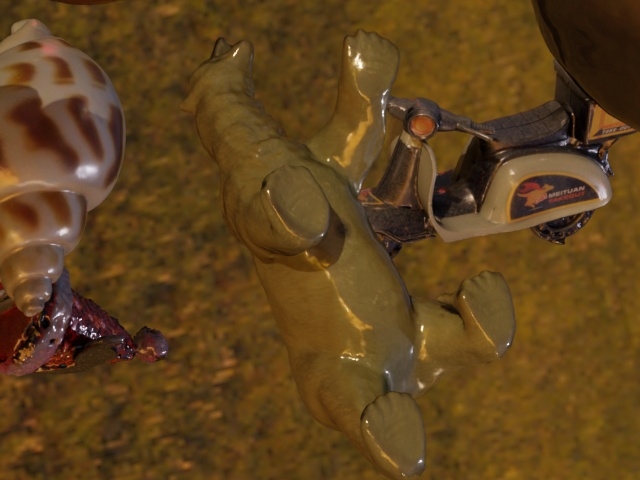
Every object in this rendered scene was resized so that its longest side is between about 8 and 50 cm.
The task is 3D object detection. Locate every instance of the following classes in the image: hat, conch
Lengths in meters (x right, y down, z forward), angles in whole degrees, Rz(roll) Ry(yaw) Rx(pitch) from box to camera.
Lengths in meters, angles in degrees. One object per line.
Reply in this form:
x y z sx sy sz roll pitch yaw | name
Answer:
-0.236 0.086 1.589 0.227 0.140 0.129 24 33 -45 | hat
-0.248 -0.067 1.475 0.183 0.148 0.275 52 50 -56 | conch

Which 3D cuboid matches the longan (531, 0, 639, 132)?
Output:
0.176 -0.125 0.774 0.187 0.167 0.167 60 14 28 | longan

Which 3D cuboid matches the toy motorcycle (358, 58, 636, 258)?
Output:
0.128 -0.062 1.376 0.091 0.263 0.157 -124 -152 -47 | toy motorcycle

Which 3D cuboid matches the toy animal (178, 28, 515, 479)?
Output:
0.000 0.000 0.773 0.103 0.101 0.219 -25 89 -33 | toy animal

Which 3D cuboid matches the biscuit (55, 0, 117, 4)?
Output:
-0.147 -0.231 0.984 0.036 0.212 0.212 -79 146 -57 | biscuit
